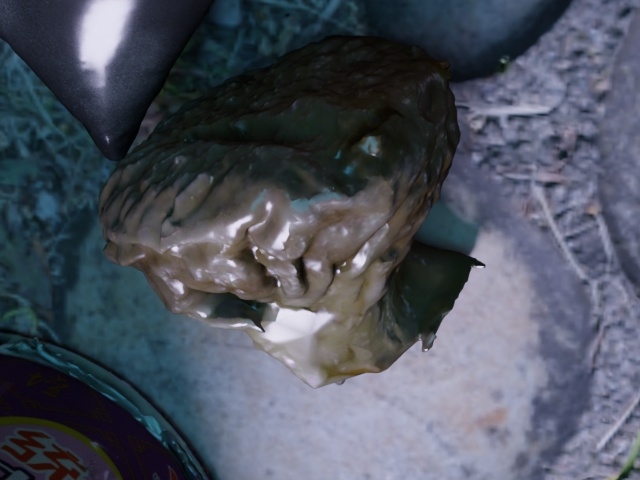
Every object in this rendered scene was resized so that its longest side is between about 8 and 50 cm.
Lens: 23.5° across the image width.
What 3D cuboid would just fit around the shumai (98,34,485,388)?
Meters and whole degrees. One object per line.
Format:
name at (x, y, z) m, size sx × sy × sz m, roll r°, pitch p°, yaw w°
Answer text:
shumai at (0.000, 0.000, 0.795) m, size 0.206 × 0.166 × 0.175 m, roll -10°, pitch 119°, yaw 47°

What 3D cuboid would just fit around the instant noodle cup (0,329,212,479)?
instant noodle cup at (-0.237, 0.243, 0.857) m, size 0.340 × 0.266 × 0.339 m, roll 4°, pitch 106°, yaw 13°

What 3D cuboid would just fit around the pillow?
pillow at (-0.103, -0.185, 0.787) m, size 0.186 × 0.106 × 0.250 m, roll 41°, pitch 112°, yaw 1°
